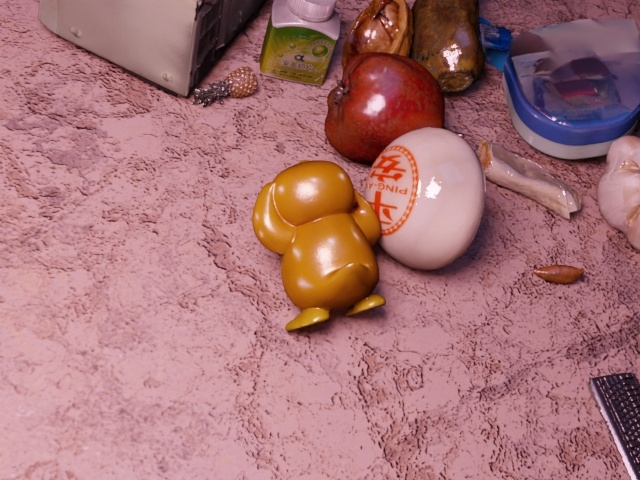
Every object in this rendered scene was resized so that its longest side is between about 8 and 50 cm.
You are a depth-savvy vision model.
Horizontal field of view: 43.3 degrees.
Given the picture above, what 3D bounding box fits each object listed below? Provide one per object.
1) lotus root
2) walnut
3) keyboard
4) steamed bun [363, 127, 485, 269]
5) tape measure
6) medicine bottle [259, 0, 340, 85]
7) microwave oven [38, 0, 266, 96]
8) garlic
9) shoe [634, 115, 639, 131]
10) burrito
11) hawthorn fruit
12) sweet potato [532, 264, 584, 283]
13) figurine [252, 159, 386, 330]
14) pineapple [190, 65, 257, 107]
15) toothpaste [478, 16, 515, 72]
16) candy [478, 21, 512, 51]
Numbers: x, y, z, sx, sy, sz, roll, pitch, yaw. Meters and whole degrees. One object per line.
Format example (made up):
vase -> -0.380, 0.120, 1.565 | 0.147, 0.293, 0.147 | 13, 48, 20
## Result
lotus root -> 0.253, -0.418, 1.642 | 0.152, 0.160, 0.274 | 1, 54, -4
walnut -> 0.125, -0.383, 1.603 | 0.087, 0.167, 0.211 | 33, 53, -37
keyboard -> 0.501, 0.312, 1.256 | 0.094, 0.025, 0.230 | -5, 56, -18
steamed bun -> 0.151, -0.071, 1.296 | 0.145, 0.232, 0.231 | 9, 51, -24
tape measure -> 0.509, -0.290, 1.599 | 0.260, 0.138, 0.262 | -8, 66, 2
medicine bottle -> -0.034, -0.393, 1.514 | 0.132, 0.188, 0.088 | 9, 52, -11
microwave oven -> -0.275, -0.500, 1.481 | 0.333, 0.247, 0.394 | 28, 51, 3
garlic -> 0.613, -0.068, 1.480 | 0.203, 0.185, 0.280 | 13, 55, -68
shoe -> 0.683, -0.354, 1.747 | 0.128, 0.140, 0.262 | 25, 56, -11
burrito -> 0.392, -0.115, 1.521 | 0.226, 0.060, 0.087 | 29, 45, 7
hawthorn fruit -> 0.137, -0.219, 1.432 | 0.248, 0.208, 0.208 | 23, 50, -13
sweet potato -> 0.418, 0.059, 1.418 | 0.095, 0.034, 0.034 | 1, 53, -4
figurine -> 0.004, 0.005, 1.214 | 0.215, 0.215, 0.228 | -11, 58, -25
pineapple -> -0.177, -0.279, 1.468 | 0.124, 0.058, 0.058 | -21, 63, -30
toothpaste -> 0.433, -0.386, 1.749 | 0.267, 0.050, 0.065 | 37, 53, 11
candy -> 0.372, -0.426, 1.694 | 0.088, 0.038, 0.136 | 13, 35, -11
